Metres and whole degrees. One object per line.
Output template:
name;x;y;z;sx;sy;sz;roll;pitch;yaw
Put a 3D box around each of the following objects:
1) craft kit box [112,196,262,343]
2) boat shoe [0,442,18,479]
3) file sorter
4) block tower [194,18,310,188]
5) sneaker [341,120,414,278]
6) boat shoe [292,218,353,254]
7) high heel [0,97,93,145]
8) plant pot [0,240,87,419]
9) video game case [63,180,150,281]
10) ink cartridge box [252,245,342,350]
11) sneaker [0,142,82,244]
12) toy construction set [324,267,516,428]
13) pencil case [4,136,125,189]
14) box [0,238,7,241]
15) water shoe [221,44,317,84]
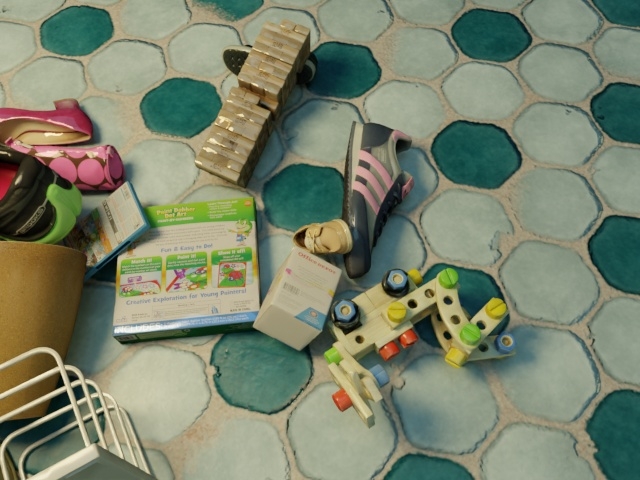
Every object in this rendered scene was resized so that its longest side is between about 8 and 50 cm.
craft kit box;-0.232;0.048;1.068;0.250;0.061;0.246;-5;65;-1
boat shoe;-0.491;0.419;0.841;0.103;0.113;0.302;-37;50;8
file sorter;-0.366;0.293;0.818;0.193;0.277;0.173;-26;62;-12
block tower;-0.125;-0.263;1.170;0.091;0.097;0.335;23;76;5
sneaker;0.107;-0.079;1.097;0.131;0.112;0.319;6;67;-2
boat shoe;0.000;0.000;1.030;0.059;0.170;0.063;-16;94;-22
high heel;-0.579;-0.206;1.196;0.244;0.082;0.117;-19;52;-23
plant pot;-0.489;0.149;0.943;0.237;0.237;0.254;-5;78;-1
video game case;-0.386;-0.015;1.081;0.166;0.015;0.119;-38;56;7
ink cartridge box;-0.034;0.089;0.996;0.092;0.090;0.143;29;49;-8
sneaker;-0.643;-0.115;0.994;0.483;0.202;0.185;4;62;3
toy construction set;0.134;0.158;0.952;0.328;0.151;0.215;-23;65;-27
pencil case;-0.484;-0.146;1.148;0.209;0.098;0.095;2;33;0
box;-0.703;-0.006;1.095;0.257;0.079;0.322;30;66;17
water shoe;-0.107;-0.381;1.294;0.203;0.073;0.080;14;42;3
